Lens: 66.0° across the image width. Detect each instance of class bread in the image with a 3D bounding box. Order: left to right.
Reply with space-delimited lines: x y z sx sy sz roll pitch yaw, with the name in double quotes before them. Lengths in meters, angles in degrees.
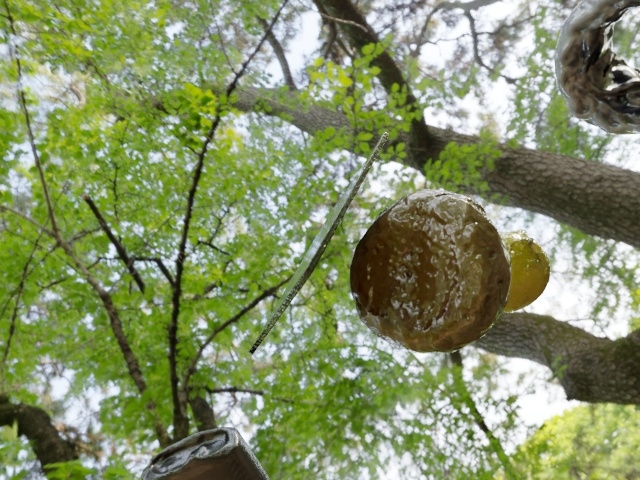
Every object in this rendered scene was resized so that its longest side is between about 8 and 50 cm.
"bread" 0.155 0.047 0.685 0.123 0.230 0.229 16 -73 -52

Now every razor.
"razor" -0.160 0.501 0.877 0.205 0.113 0.348 -25 -72 3

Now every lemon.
"lemon" 0.418 0.074 1.110 0.174 0.173 0.206 8 -60 -44

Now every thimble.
"thimble" 0.433 -0.247 0.614 0.157 0.246 0.217 -42 -59 -32

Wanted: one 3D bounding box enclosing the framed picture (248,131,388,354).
"framed picture" 0.000 0.000 0.755 0.244 0.013 0.323 -56 3 48
